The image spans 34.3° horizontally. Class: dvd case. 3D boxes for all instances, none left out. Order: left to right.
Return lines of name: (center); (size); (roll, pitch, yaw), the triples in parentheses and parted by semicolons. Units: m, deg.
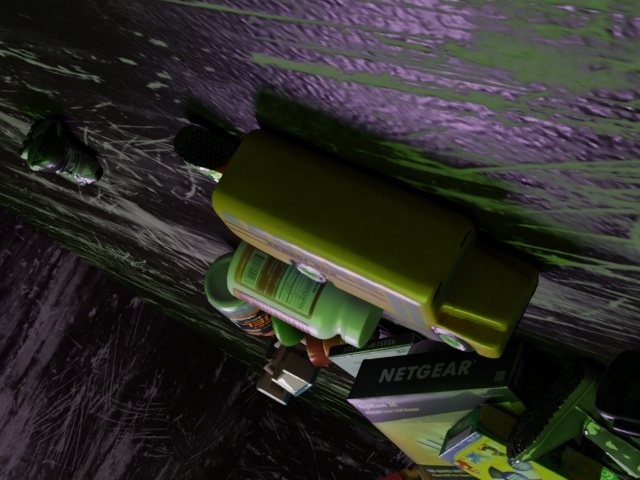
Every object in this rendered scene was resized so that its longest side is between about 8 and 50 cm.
dvd case: (0.153, 0.238, 1.868); (0.179, 0.030, 0.238); (-13, 142, 34)

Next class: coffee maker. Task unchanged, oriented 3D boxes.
coffee maker: (0.411, 0.191, 1.105); (0.178, 0.120, 0.171); (33, 144, -24)

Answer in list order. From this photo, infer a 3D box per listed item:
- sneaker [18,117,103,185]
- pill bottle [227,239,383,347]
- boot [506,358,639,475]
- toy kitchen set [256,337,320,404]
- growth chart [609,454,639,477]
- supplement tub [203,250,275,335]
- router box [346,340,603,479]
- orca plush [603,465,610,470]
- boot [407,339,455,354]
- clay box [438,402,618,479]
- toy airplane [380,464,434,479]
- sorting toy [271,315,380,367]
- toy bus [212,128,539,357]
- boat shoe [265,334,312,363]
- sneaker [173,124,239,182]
sneaker: (-0.407, -0.135, 1.688); (0.132, 0.086, 0.228); (29, 179, -25)
pill bottle: (-0.018, 0.069, 1.509); (0.216, 0.121, 0.121); (26, 168, 16)
boot: (0.376, 0.268, 1.359); (0.208, 0.190, 0.076); (32, -153, -15)
toy kitchen set: (-0.015, 0.221, 2.036); (0.122, 0.207, 0.166); (31, 146, -11)
growth chart: (0.606, 0.419, 1.766); (0.237, 0.021, 0.172); (19, 165, 39)
supplement tub: (-0.128, 0.105, 1.922); (0.117, 0.117, 0.190); (22, 167, 28)
router box: (0.231, 0.265, 1.555); (0.308, 0.081, 0.243); (-14, 130, 45)
orca plush: (0.515, 0.472, 2.014); (0.102, 0.151, 0.287); (-8, 153, 15)
boot: (0.268, 0.227, 1.638); (0.258, 0.095, 0.123); (30, 155, -14)
clay box: (0.293, 0.319, 1.461); (0.222, 0.053, 0.127); (29, 147, -4)
toy airplane: (0.315, 0.536, 2.331); (0.386, 0.384, 0.273); (16, 130, 18)
sorting toy: (0.003, 0.127, 1.811); (0.126, 0.127, 0.365); (-3, 157, 23)
toy bus: (0.058, 0.002, 1.096); (0.332, 0.108, 0.130); (25, 166, 21)
boat shoe: (-0.048, 0.288, 2.555); (0.104, 0.111, 0.307); (28, 178, -13)
sneaker: (-0.103, -0.089, 1.245); (0.161, 0.057, 0.075); (30, -175, -12)
